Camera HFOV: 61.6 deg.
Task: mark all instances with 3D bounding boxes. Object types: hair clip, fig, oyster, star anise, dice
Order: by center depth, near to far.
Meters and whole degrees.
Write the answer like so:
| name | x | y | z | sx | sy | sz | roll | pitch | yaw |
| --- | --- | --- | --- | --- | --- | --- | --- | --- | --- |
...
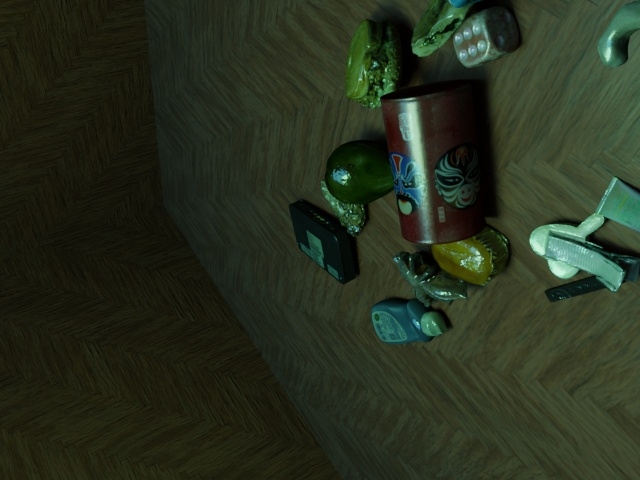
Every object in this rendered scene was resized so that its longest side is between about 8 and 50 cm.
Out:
| name | x | y | z | sx | sy | sz | roll | pitch | yaw |
| --- | --- | --- | --- | --- | --- | --- | --- | --- | --- |
| dice | 0.326 | -0.401 | 1.063 | 0.093 | 0.091 | 0.094 | -7 | 105 | 62 |
| hair clip | 0.518 | 0.017 | 1.068 | 0.219 | 0.071 | 0.158 | 32 | 126 | 51 |
| star anise | 0.291 | 0.096 | 1.470 | 0.198 | 0.111 | 0.257 | 46 | 170 | 4 |
| fig | 0.131 | -0.181 | 1.482 | 0.245 | 0.195 | 0.195 | 16 | 128 | 27 |
| oyster | 0.078 | -0.122 | 1.714 | 0.198 | 0.092 | 0.259 | 54 | 154 | 19 |

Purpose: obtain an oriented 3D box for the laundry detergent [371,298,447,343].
| name | x | y | z | sx | sy | sz | roll | pitch | yaw |
| --- | --- | --- | --- | --- | --- | --- | --- | --- | --- |
| laundry detergent | 0.277 | 0.249 | 1.655 | 0.290 | 0.094 | 0.143 | -14 | 92 | 59 |

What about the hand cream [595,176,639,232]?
| name | x | y | z | sx | sy | sz | roll | pitch | yaw |
| --- | --- | --- | --- | --- | --- | --- | --- | --- | --- |
| hand cream | 0.578 | -0.042 | 0.951 | 0.174 | 0.047 | 0.076 | 44 | 129 | 43 |

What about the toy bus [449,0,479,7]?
| name | x | y | z | sx | sy | sz | roll | pitch | yaw |
| --- | --- | --- | --- | --- | --- | --- | --- | --- | --- |
| toy bus | 0.312 | -0.480 | 0.874 | 0.113 | 0.247 | 0.134 | 63 | 163 | 6 |

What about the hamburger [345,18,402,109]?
| name | x | y | z | sx | sy | sz | roll | pitch | yaw |
| --- | --- | --- | --- | --- | --- | --- | --- | --- | --- |
| hamburger | 0.134 | -0.438 | 1.312 | 0.189 | 0.122 | 0.214 | 114 | 158 | -64 |

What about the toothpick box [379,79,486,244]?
| name | x | y | z | sx | sy | sz | roll | pitch | yaw |
| --- | --- | --- | --- | --- | --- | --- | --- | --- | --- |
| toothpick box | 0.260 | -0.180 | 1.230 | 0.204 | 0.204 | 0.332 | 18 | 125 | 55 |

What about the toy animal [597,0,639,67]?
| name | x | y | z | sx | sy | sz | roll | pitch | yaw |
| --- | --- | --- | --- | --- | --- | --- | --- | --- | --- |
| toy animal | 0.559 | -0.231 | 0.683 | 0.344 | 0.194 | 0.303 | 62 | 158 | -4 |

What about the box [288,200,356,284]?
| name | x | y | z | sx | sy | sz | roll | pitch | yaw |
| --- | --- | --- | --- | --- | --- | --- | --- | --- | --- |
| box | 0.000 | 0.000 | 1.937 | 0.350 | 0.058 | 0.211 | 37 | 146 | 52 |

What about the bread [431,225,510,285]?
| name | x | y | z | sx | sy | sz | roll | pitch | yaw |
| --- | --- | --- | --- | --- | --- | --- | --- | --- | --- |
| bread | 0.360 | 0.025 | 1.317 | 0.191 | 0.114 | 0.132 | 27 | 131 | 43 |

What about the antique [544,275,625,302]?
| name | x | y | z | sx | sy | sz | roll | pitch | yaw |
| --- | --- | --- | --- | --- | --- | --- | --- | --- | --- |
| antique | 0.552 | 0.097 | 1.130 | 0.031 | 0.015 | 0.192 | 63 | 152 | 7 |

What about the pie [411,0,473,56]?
| name | x | y | z | sx | sy | sz | roll | pitch | yaw |
| --- | --- | --- | --- | --- | --- | --- | --- | --- | --- |
| pie | 0.256 | -0.475 | 1.084 | 0.052 | 0.184 | 0.218 | 25 | 166 | -11 |
